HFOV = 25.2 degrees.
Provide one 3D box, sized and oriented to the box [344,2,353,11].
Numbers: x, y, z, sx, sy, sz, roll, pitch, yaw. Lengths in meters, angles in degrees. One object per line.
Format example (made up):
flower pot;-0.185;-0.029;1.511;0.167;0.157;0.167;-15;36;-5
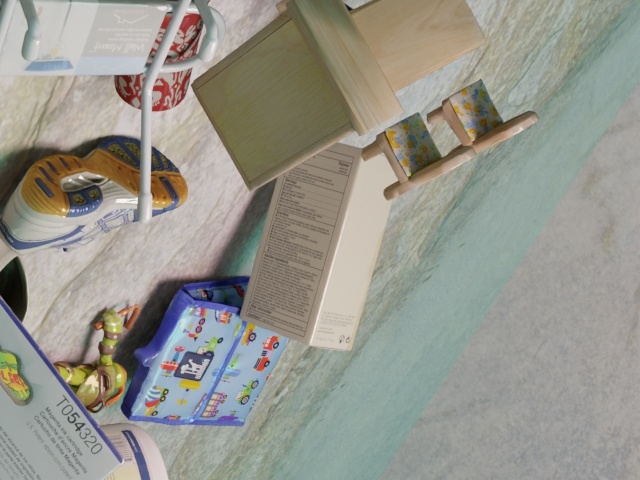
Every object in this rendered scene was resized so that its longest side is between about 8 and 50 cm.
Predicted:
box;-0.025;-0.235;1.991;0.225;0.136;0.036;-53;156;4

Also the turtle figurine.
turtle figurine;-0.358;0.224;2.122;0.217;0.087;0.269;-10;134;-56

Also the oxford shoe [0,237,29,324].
oxford shoe;-0.447;0.012;1.596;0.169;0.130;0.449;-54;157;-9

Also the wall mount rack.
wall mount rack;-0.264;-0.154;1.584;0.350;0.130;0.304;-4;143;-30

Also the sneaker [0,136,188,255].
sneaker;-0.299;-0.051;1.847;0.131;0.112;0.296;-44;160;31

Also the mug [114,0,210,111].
mug;-0.182;-0.252;1.727;0.150;0.113;0.169;-31;153;-34

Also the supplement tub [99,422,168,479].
supplement tub;-0.396;0.389;2.020;0.325;0.235;0.235;-4;133;-28

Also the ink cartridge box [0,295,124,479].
ink cartridge box;-0.426;0.205;1.455;0.330;0.324;0.071;-38;-176;-26

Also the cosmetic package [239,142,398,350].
cosmetic package;0.000;0.000;2.207;0.113;0.160;0.309;14;94;-51

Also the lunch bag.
lunch bag;-0.199;0.176;2.281;0.293;0.138;0.221;6;116;-58

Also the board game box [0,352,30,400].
board game box;-0.361;0.176;1.626;0.043;0.181;0.092;-35;157;11

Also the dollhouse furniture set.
dollhouse furniture set;0.076;-0.242;1.784;0.394;0.362;0.256;-31;-177;-36
